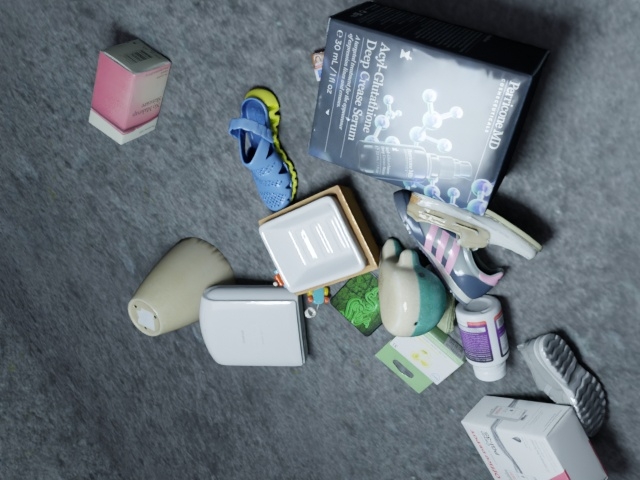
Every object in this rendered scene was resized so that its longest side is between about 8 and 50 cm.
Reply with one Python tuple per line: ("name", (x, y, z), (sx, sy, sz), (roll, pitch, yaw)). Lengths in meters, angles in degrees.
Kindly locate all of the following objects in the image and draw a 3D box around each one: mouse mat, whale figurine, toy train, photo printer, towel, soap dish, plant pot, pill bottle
("mouse mat", (0.122, 0.170, 1.753), (0.153, 0.007, 0.189), (43, 132, 5))
("whale figurine", (0.214, 0.109, 1.535), (0.141, 0.272, 0.216), (2, 124, -10))
("toy train", (-0.055, 0.131, 1.777), (0.166, 0.125, 0.046), (52, 156, -4))
("photo printer", (-0.201, 0.250, 1.877), (0.308, 0.107, 0.255), (0, 118, 8))
("towel", (0.289, 0.158, 1.589), (0.110, 0.027, 0.148), (37, 148, 38))
("soap dish", (0.000, 0.000, 1.649), (0.291, 0.118, 0.228), (-22, 97, 39))
("plant pot", (-0.438, 0.164, 1.935), (0.257, 0.274, 0.256), (15, 123, 24))
("pill bottle", (0.397, 0.239, 1.548), (0.108, 0.108, 0.193), (-2, 114, 34))

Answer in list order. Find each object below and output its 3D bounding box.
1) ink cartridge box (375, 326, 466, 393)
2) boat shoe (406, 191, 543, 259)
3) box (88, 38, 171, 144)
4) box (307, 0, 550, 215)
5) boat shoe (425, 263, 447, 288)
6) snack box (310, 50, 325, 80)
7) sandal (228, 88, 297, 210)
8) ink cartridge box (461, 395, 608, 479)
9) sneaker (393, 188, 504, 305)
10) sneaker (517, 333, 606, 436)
("ink cartridge box", (0.259, 0.318, 1.720), (0.171, 0.056, 0.235), (41, 128, 5))
("boat shoe", (0.333, -0.031, 1.399), (0.302, 0.113, 0.103), (31, 98, 5))
("box", (-0.521, -0.405, 1.743), (0.127, 0.148, 0.232), (35, 130, 10))
("box", (0.207, -0.275, 1.291), (0.396, 0.212, 0.293), (21, 125, 16))
("boat shoe", (0.293, 0.102, 1.589), (0.100, 0.035, 0.035), (56, 158, -11))
("snack box", (0.064, -0.407, 1.447), (0.178, 0.022, 0.064), (-1, 117, 33))
("sandal", (-0.156, -0.215, 1.627), (0.126, 0.138, 0.317), (-2, 116, 32))
("ink cartridge box", (0.513, 0.504, 1.557), (0.207, 0.117, 0.283), (59, 152, -9))
("sneaker", (0.299, -0.008, 1.488), (0.131, 0.112, 0.319), (-35, 97, 24))
("sneaker", (0.575, 0.338, 1.517), (0.281, 0.105, 0.115), (58, 153, -7))
